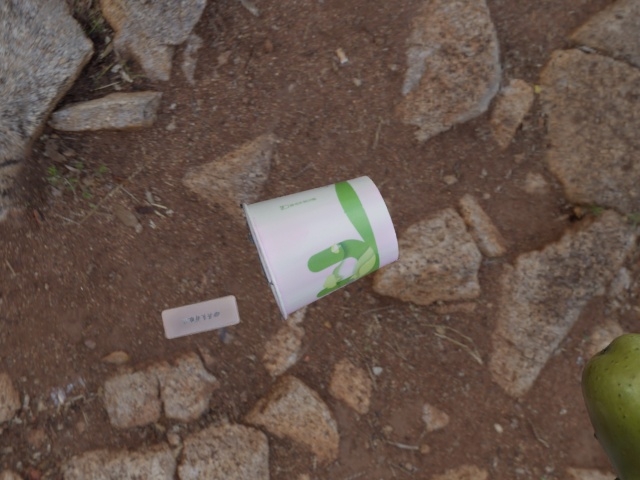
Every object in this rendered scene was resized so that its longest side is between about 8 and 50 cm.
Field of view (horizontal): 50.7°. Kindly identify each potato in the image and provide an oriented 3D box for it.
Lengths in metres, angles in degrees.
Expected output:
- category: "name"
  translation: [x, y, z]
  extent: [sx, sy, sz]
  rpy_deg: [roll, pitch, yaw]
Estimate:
- category: "potato"
  translation: [0.335, 0.200, 0.609]
  extent: [0.143, 0.169, 0.248]
  rpy_deg: [-31, 70, -2]

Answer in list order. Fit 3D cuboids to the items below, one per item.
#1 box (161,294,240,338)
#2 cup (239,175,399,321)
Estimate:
- category: "box"
  translation: [-0.184, 0.117, 1.037]
  extent: [0.115, 0.025, 0.048]
  rpy_deg: [-11, 90, -5]
- category: "cup"
  translation: [0.000, 0.000, 1.373]
  extent: [0.274, 0.253, 0.253]
  rpy_deg: [-20, 108, -8]
